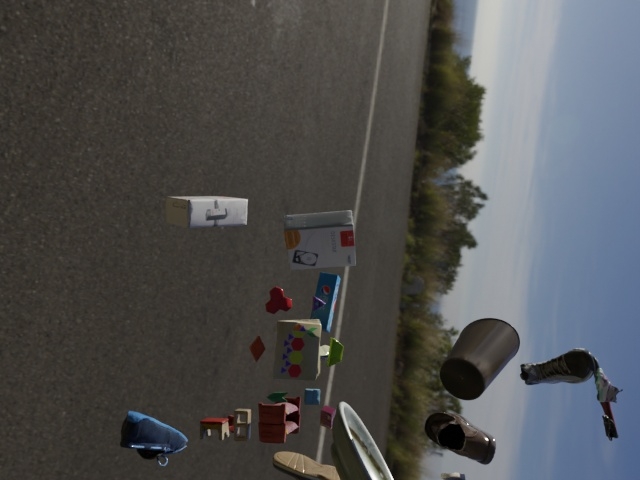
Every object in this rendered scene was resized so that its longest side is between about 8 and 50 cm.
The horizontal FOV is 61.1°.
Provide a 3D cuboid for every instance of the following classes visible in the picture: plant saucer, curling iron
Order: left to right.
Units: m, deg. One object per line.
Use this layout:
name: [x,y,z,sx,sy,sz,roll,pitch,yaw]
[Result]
plant saucer: [0.124,0.687,1.624,0.400,0.100,0.400,59,2,-3]
curling iron: [0.865,0.474,1.654,0.068,0.035,0.274,57,32,-36]

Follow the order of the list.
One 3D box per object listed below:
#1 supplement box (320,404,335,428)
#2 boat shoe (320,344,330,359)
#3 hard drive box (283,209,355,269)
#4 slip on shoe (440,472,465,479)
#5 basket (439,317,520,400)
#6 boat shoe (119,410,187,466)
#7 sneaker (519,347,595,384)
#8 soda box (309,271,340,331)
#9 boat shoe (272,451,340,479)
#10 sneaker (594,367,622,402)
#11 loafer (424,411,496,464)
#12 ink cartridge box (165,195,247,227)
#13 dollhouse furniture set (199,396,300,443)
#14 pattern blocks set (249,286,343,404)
supplement box: [0.032,0.765,2.350,0.043,0.055,0.083,-33,133,-53]
boat shoe: [-0.013,0.351,1.697,0.133,0.042,0.049,21,31,-52]
hard drive box: [0.000,0.000,1.860,0.089,0.232,0.181,-91,175,-52]
slip on shoe: [0.426,0.766,1.733,0.135,0.051,0.041,35,47,-50]
basket: [0.444,0.342,1.552,0.154,0.204,0.227,55,38,5]
boat shoe: [-0.411,0.480,1.303,0.258,0.109,0.089,60,43,-53]
sneaker: [0.610,0.349,1.441,0.228,0.132,0.086,114,-31,-62]
soda box: [0.016,0.229,2.011,0.067,0.071,0.210,58,42,-70]
boat shoe: [-0.033,0.804,1.843,0.103,0.285,0.092,-63,169,-78]
sneaker: [0.822,0.414,1.544,0.038,0.069,0.098,76,22,-59]
loafer: [0.470,0.683,1.940,0.366,0.130,0.133,-18,-130,69]
ink cartridge box: [-0.369,-0.095,1.759,0.218,0.158,0.092,-2,98,-42]
dollhouse furniture set: [-0.287,0.732,2.247,0.201,0.374,0.152,26,63,-74]
pattern blocks set: [-0.069,0.321,1.614,0.026,0.285,0.324,170,-64,-70]
